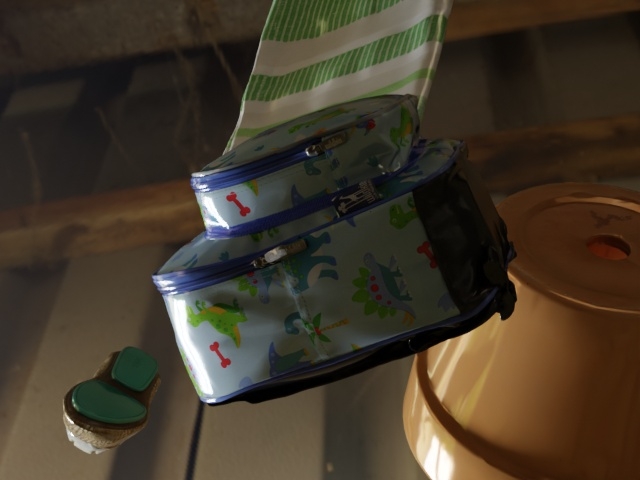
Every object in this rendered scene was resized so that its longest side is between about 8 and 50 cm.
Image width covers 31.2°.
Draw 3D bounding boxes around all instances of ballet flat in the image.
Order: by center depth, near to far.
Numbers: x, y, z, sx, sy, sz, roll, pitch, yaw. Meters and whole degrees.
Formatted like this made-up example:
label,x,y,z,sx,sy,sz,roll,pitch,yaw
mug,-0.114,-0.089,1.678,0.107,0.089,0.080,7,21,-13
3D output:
label,x,y,z,sx,sy,sz,roll,pitch,yaw
ballet flat,-0.187,0.153,1.012,0.073,0.067,0.206,30,-170,2

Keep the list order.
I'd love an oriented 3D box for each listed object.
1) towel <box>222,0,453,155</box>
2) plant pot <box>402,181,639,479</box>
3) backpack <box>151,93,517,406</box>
label,x,y,z,sx,sy,sz,roll,pitch,yaw
towel,0.019,-0.187,1.102,0.247,0.038,0.325,-15,-136,38
plant pot,0.223,0.086,0.965,0.290,0.204,0.291,3,-147,-2
backpack,0.000,0.000,0.393,0.114,0.084,0.105,-24,-174,13
